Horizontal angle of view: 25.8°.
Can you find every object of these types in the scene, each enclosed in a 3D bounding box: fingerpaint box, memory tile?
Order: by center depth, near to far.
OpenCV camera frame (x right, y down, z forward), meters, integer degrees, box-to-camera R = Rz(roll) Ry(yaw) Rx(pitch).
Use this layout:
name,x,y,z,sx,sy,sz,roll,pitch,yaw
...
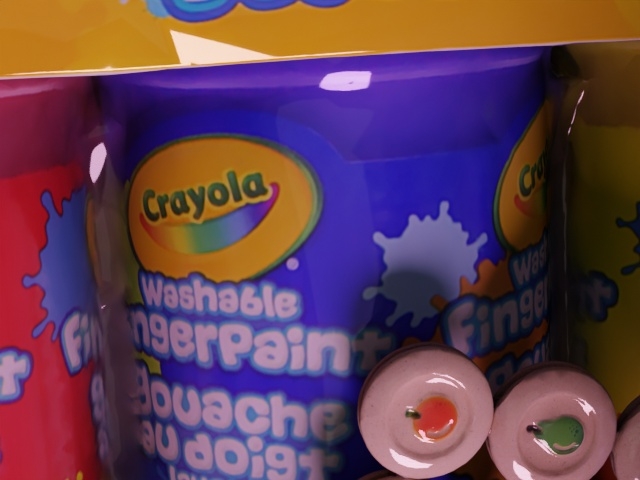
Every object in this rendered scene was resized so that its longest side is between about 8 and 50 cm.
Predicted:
name,x,y,z,sx,sy,sz,roll,pitch,yaw
memory tile,0.050,0.104,0.388,0.113,0.012,0.148,11,100,-13
fingerpaint box,0.000,0.000,0.448,0.445,0.163,0.371,-4,102,-11
